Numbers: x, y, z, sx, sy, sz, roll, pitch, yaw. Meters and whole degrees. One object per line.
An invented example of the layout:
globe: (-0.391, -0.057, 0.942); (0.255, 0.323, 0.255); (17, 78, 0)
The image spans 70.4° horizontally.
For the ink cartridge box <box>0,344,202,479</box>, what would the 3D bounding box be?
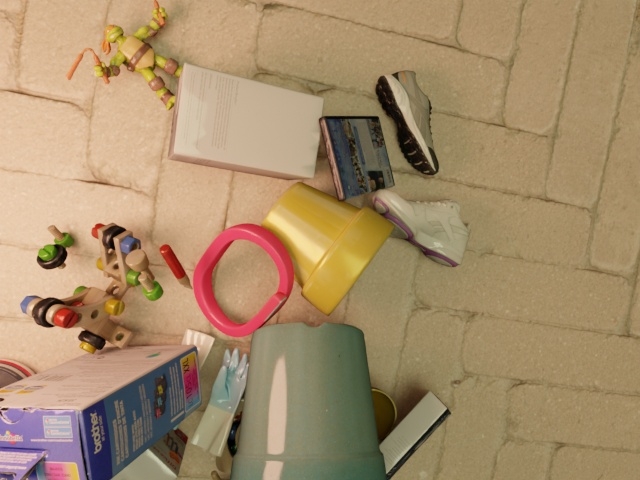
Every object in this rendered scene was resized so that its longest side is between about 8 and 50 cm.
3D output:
ink cartridge box: (-0.446, 0.324, 0.851); (0.269, 0.395, 0.151); (-6, 92, 17)

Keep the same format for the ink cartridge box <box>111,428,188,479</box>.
ink cartridge box: (-0.394, 0.486, 1.014); (0.127, 0.176, 0.128); (-43, 99, -5)

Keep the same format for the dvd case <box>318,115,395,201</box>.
dvd case: (0.092, -0.196, 1.046); (0.022, 0.253, 0.181); (-11, 96, 36)

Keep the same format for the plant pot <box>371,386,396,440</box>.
plant pot: (0.111, 0.419, 1.135); (0.134, 0.095, 0.134); (-1, 94, -9)

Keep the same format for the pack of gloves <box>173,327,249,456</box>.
pack of gloves: (-0.273, 0.336, 1.027); (0.194, 0.046, 0.232); (15, 77, 17)

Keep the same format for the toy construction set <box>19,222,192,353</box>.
toy construction set: (-0.432, 0.117, 0.988); (0.308, 0.258, 0.237); (-6, 139, 7)

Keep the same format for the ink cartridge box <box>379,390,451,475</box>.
ink cartridge box: (0.186, 0.519, 1.122); (0.332, 0.165, 0.065); (-44, 61, -3)

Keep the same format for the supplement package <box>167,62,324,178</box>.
supplement package: (-0.164, -0.239, 0.982); (0.292, 0.175, 0.178); (8, 92, -23)

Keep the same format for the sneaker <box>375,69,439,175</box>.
sneaker: (0.238, -0.290, 1.115); (0.107, 0.100, 0.272); (-25, 97, -13)

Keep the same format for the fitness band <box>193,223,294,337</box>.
fitness band: (-0.176, 0.091, 1.008); (0.209, 0.054, 0.291); (49, 124, 8)

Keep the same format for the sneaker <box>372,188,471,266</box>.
sneaker: (0.253, -0.058, 1.121); (0.305, 0.114, 0.152); (32, 81, -27)

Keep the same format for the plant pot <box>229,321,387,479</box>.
plant pot: (-0.026, 0.360, 0.959); (0.340, 0.341, 0.335); (3, 68, -10)

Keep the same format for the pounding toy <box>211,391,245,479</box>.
pounding toy: (-0.168, 0.490, 1.062); (0.154, 0.155, 0.270); (2, 93, -5)

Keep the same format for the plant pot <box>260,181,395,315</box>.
plant pot: (0.000, 0.000, 1.031); (0.239, 0.254, 0.254); (37, 87, 7)

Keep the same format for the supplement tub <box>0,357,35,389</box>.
supplement tub: (-0.705, 0.364, 0.906); (0.191, 0.272, 0.191); (0, 93, -9)

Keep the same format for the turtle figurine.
turtle figurine: (-0.400, -0.392, 1.004); (0.217, 0.087, 0.270); (40, 71, -19)
